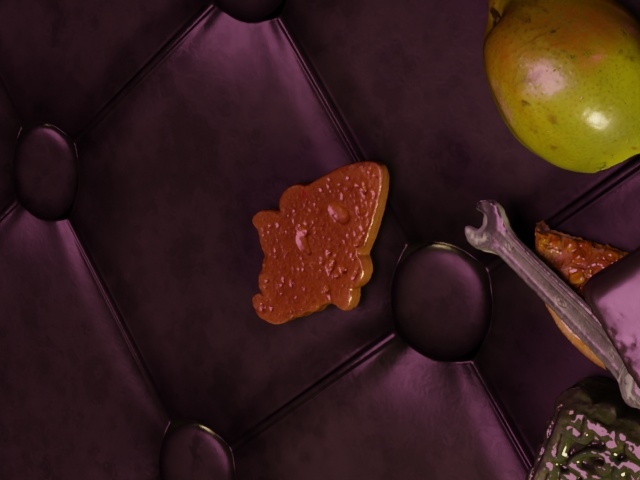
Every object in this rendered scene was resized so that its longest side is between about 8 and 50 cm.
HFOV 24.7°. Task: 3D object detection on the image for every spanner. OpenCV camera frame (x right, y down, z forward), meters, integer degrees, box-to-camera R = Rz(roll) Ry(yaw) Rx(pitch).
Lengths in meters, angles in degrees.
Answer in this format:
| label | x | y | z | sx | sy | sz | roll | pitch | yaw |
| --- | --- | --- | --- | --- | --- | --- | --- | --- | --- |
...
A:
| label | x | y | z | sx | sy | sz | roll | pitch | yaw |
| --- | --- | --- | --- | --- | --- | --- | --- | --- | --- |
| spanner | 0.267 | 0.068 | 1.597 | 0.302 | 0.017 | 0.071 | 46 | 123 | 23 |

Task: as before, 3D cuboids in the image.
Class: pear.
| label | x | y | z | sx | sy | sz | roll | pitch | yaw |
| --- | --- | --- | --- | --- | --- | --- | --- | --- | --- |
| pear | 0.253 | -0.177 | 1.504 | 0.220 | 0.187 | 0.187 | 48 | 127 | -8 |

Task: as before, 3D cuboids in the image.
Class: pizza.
| label | x | y | z | sx | sy | sz | roll | pitch | yaw |
| --- | --- | --- | --- | --- | --- | --- | --- | --- | --- |
| pizza | 0.302 | 0.054 | 1.603 | 0.131 | 0.041 | 0.178 | -17 | 87 | 37 |

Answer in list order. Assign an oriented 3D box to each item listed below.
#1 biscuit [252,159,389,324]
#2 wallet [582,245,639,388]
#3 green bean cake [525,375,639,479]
| label | x | y | z | sx | sy | sz | roll | pitch | yaw |
| --- | --- | --- | --- | --- | --- | --- | --- | --- | --- |
| biscuit | 0.000 | 0.000 | 1.832 | 0.183 | 0.043 | 0.280 | 48 | 118 | 18 |
| wallet | 0.425 | 0.031 | 1.471 | 0.309 | 0.042 | 0.165 | -36 | 71 | 24 |
| green bean cake | 0.323 | 0.265 | 1.596 | 0.185 | 0.094 | 0.183 | 29 | 114 | 26 |
